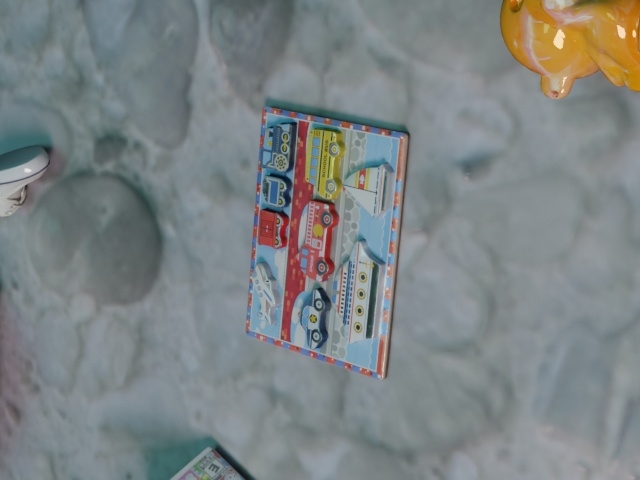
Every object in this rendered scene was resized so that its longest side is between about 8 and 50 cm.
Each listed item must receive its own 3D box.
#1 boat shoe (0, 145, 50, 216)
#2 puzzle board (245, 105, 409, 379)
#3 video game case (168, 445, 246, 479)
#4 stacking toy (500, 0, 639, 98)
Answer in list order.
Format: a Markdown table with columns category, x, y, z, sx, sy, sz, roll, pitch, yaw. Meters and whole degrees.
| category | x | y | z | sx | sy | sz | roll | pitch | yaw |
| --- | --- | --- | --- | --- | --- | --- | --- | --- | --- |
| boat shoe | -0.203 | -0.033 | 0.887 | 0.100 | 0.035 | 0.035 | -14 | 114 | 38 |
| puzzle board | 0.000 | 0.000 | 0.725 | 0.096 | 0.011 | 0.128 | 15 | 106 | 39 |
| video game case | -0.054 | 0.178 | 0.755 | 0.122 | 0.087 | 0.011 | 39 | 158 | 30 |
| stacking toy | 0.177 | -0.067 | 0.485 | 0.301 | 0.165 | 0.175 | 16 | 97 | 50 |
